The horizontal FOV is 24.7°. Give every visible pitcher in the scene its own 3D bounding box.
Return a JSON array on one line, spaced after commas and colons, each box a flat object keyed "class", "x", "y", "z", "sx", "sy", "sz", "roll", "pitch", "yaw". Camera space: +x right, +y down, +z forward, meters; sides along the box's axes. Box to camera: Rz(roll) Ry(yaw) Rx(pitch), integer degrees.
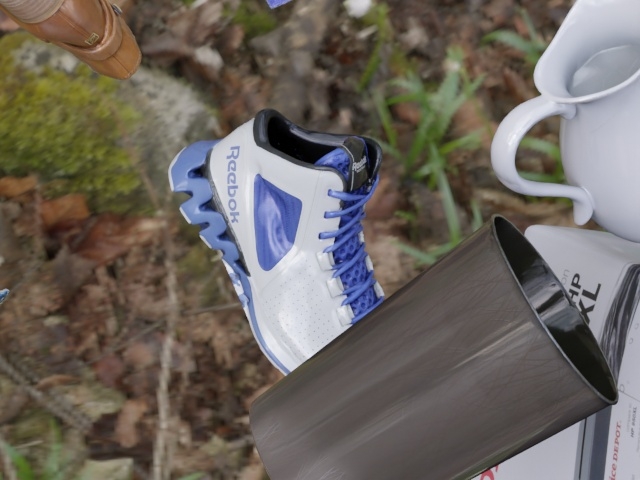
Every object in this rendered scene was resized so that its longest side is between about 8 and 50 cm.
[{"class": "pitcher", "x": 0.217, "y": -0.070, "z": 1.102, "sx": 0.178, "sy": 0.125, "sz": 0.207, "roll": -43, "pitch": 137, "yaw": -6}]

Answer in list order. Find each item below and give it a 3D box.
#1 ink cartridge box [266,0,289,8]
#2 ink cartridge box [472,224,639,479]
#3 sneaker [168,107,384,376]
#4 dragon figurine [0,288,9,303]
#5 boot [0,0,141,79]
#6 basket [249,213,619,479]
[{"class": "ink cartridge box", "x": 0.034, "y": -0.408, "z": 1.483, "sx": 0.307, "sy": 0.072, "sz": 0.303, "roll": -21, "pitch": 59, "yaw": -10}, {"class": "ink cartridge box", "x": 0.307, "y": 0.171, "z": 1.202, "sx": 0.166, "sy": 0.395, "sz": 0.285, "roll": 8, "pitch": 100, "yaw": -28}, {"class": "sneaker", "x": -0.001, "y": -0.001, "z": 1.420, "sx": 0.315, "sy": 0.182, "sz": 0.127, "roll": 55, "pitch": 36, "yaw": 3}, {"class": "dragon figurine", "x": -0.247, "y": 0.128, "z": 0.689, "sx": 0.289, "sy": 0.085, "sz": 0.144, "roll": -24, "pitch": 69, "yaw": -46}, {"class": "boot", "x": -0.308, "y": -0.291, "z": 1.537, "sx": 0.109, "sy": 0.283, "sz": 0.220, "roll": -50, "pitch": 140, "yaw": 3}, {"class": "basket", "x": 0.075, "y": 0.108, "z": 1.044, "sx": 0.227, "sy": 0.204, "sz": 0.154, "roll": -35, "pitch": 92, "yaw": 13}]
